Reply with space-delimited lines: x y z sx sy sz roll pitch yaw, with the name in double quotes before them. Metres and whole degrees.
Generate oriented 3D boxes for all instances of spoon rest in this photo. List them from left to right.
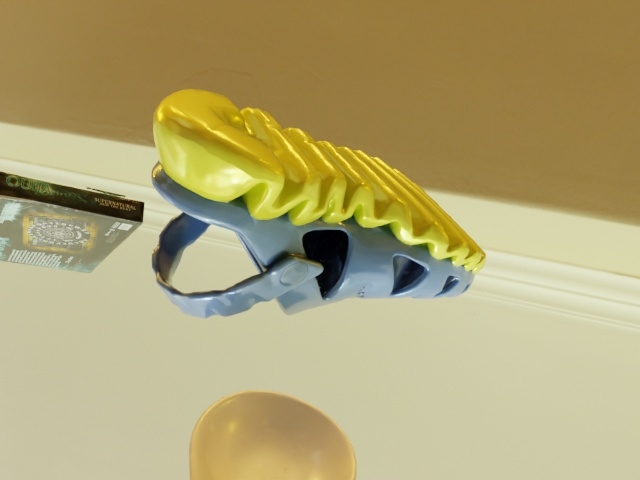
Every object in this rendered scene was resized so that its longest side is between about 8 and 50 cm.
"spoon rest" -0.056 0.198 0.416 0.137 0.276 0.084 22 -61 8

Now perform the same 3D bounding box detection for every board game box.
"board game box" -0.266 -0.010 0.576 0.186 0.126 0.026 -27 -122 50

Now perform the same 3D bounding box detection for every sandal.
"sandal" 0.000 0.000 0.447 0.138 0.318 0.126 -58 -139 20
